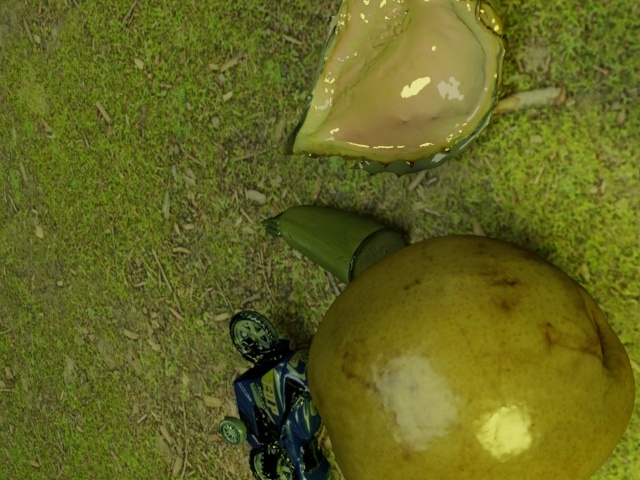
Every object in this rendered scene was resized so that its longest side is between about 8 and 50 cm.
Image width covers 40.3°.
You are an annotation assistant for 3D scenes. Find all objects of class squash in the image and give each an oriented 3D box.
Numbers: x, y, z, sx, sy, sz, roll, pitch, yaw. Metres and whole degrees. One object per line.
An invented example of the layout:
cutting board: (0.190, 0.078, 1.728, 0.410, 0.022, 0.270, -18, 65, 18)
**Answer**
squash: (0.000, 0.000, 1.136, 0.224, 0.094, 0.094, 21, 116, 43)

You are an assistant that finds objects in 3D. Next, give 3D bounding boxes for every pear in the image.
pear: (0.146, 0.141, 0.890, 0.314, 0.314, 0.314, 14, 111, 40)

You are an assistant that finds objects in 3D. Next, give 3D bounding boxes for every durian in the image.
durian: (0.104, -0.183, 0.949, 0.196, 0.185, 0.305, 28, 116, 5)

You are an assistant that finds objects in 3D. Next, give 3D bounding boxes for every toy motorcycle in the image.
toy motorcycle: (-0.046, 0.247, 1.235, 0.169, 0.113, 0.315, 7, 116, 32)
